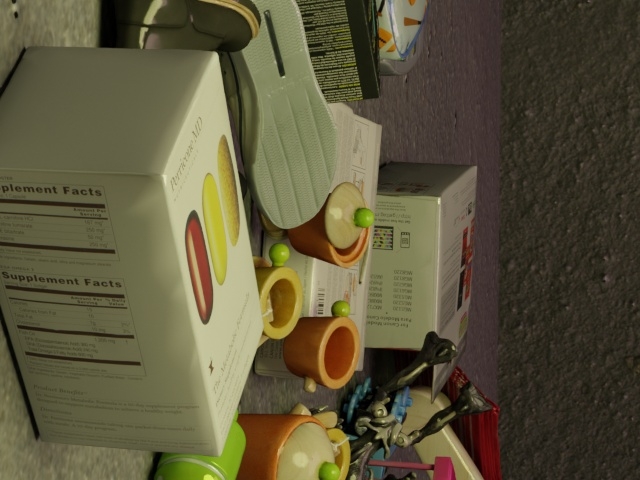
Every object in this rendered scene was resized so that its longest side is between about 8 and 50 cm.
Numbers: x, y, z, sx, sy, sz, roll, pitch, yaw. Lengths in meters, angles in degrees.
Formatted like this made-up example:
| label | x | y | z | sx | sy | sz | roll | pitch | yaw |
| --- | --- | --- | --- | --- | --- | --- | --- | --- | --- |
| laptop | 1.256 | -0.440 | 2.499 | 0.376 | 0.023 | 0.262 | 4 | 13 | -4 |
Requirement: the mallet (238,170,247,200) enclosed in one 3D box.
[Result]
| label | x | y | z | sx | sy | sz | roll | pitch | yaw |
| --- | --- | --- | --- | --- | --- | --- | --- | --- | --- |
| mallet | -0.098 | -0.106 | 1.459 | 0.062 | 0.039 | 0.190 | -66 | 152 | -60 |

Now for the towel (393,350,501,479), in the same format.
| label | x | y | z | sx | sy | sz | roll | pitch | yaw |
| --- | --- | --- | --- | --- | --- | --- | --- | --- | --- |
| towel | 0.179 | 0.230 | 2.410 | 0.275 | 0.031 | 0.199 | 50 | -25 | 46 |

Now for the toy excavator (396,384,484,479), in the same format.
| label | x | y | z | sx | sy | sz | roll | pitch | yaw |
| --- | --- | --- | --- | --- | --- | --- | --- | --- | --- |
| toy excavator | 0.178 | 0.480 | 2.314 | 0.445 | 0.433 | 0.222 | -59 | 169 | 6 |

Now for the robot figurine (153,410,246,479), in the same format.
| label | x | y | z | sx | sy | sz | roll | pitch | yaw |
| --- | --- | --- | --- | --- | --- | --- | --- | --- | --- |
| robot figurine | -0.103 | 0.190 | 1.427 | 0.115 | 0.067 | 0.101 | -72 | 173 | -47 |

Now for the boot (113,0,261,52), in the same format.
| label | x | y | z | sx | sy | sz | roll | pitch | yaw |
| --- | --- | --- | --- | --- | --- | --- | --- | --- | --- |
| boot | -0.116 | -0.137 | 1.307 | 0.198 | 0.076 | 0.137 | 17 | 81 | -63 |

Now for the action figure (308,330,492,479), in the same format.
| label | x | y | z | sx | sy | sz | roll | pitch | yaw |
| --- | --- | --- | --- | --- | --- | --- | --- | --- | --- |
| action figure | 0.051 | 0.228 | 1.825 | 0.164 | 0.275 | 0.141 | 51 | -14 | 13 |

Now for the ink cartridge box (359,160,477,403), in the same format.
| label | x | y | z | sx | sy | sz | roll | pitch | yaw |
| --- | --- | --- | --- | --- | --- | --- | --- | --- | --- |
| ink cartridge box | 0.120 | 0.048 | 2.235 | 0.309 | 0.130 | 0.272 | -34 | 127 | -73 |

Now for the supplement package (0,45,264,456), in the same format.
| label | x | y | z | sx | sy | sz | roll | pitch | yaw |
| --- | --- | --- | --- | --- | --- | --- | --- | --- | --- |
| supplement package | -0.129 | 0.009 | 1.112 | 0.139 | 0.133 | 0.244 | -73 | 162 | -47 |

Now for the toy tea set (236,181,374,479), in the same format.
| label | x | y | z | sx | sy | sz | roll | pitch | yaw |
| --- | --- | --- | --- | --- | --- | --- | --- | --- | --- |
| toy tea set | 0.000 | 0.112 | 1.601 | 0.200 | 0.124 | 0.336 | -6 | 101 | -55 |

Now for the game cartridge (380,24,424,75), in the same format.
| label | x | y | z | sx | sy | sz | roll | pitch | yaw |
| --- | --- | --- | --- | --- | --- | --- | --- | --- | --- |
| game cartridge | 0.093 | -0.316 | 2.205 | 0.294 | 0.060 | 0.196 | -40 | 136 | -73 |

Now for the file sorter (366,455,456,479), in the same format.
| label | x | y | z | sx | sy | sz | roll | pitch | yaw |
| --- | --- | --- | --- | --- | --- | --- | --- | --- | --- |
| file sorter | 0.070 | 0.394 | 1.986 | 0.291 | 0.182 | 0.202 | 71 | 24 | -61 |

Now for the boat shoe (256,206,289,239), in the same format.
| label | x | y | z | sx | sy | sz | roll | pitch | yaw |
| --- | --- | --- | --- | --- | --- | --- | --- | --- | --- |
| boat shoe | -0.047 | -0.069 | 1.662 | 0.045 | 0.050 | 0.135 | 41 | 43 | -70 |

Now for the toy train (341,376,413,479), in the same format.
| label | x | y | z | sx | sy | sz | roll | pitch | yaw |
| --- | --- | --- | --- | --- | --- | --- | --- | --- | --- |
| toy train | 0.069 | 0.245 | 2.193 | 0.184 | 0.080 | 0.105 | -35 | 136 | -77 |

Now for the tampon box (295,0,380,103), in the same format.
| label | x | y | z | sx | sy | sz | roll | pitch | yaw |
| --- | --- | --- | --- | --- | --- | --- | --- | --- | --- |
| tampon box | 0.000 | -0.232 | 1.655 | 0.161 | 0.101 | 0.120 | 78 | 10 | -45 |

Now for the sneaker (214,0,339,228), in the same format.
| label | x | y | z | sx | sy | sz | roll | pitch | yaw |
| --- | --- | --- | --- | --- | --- | --- | --- | --- | --- |
| sneaker | -0.046 | -0.133 | 1.517 | 0.091 | 0.094 | 0.258 | 45 | -30 | 50 |

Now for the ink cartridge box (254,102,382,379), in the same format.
| label | x | y | z | sx | sy | sz | roll | pitch | yaw |
| --- | --- | --- | --- | --- | --- | --- | --- | --- | --- |
| ink cartridge box | 0.000 | 0.000 | 1.835 | 0.261 | 0.066 | 0.296 | 14 | 80 | -76 |

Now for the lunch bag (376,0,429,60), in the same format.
| label | x | y | z | sx | sy | sz | roll | pitch | yaw |
| --- | --- | --- | --- | --- | --- | --- | --- | --- | --- |
| lunch bag | 0.046 | -0.353 | 1.800 | 0.243 | 0.114 | 0.303 | -64 | 149 | -57 |
